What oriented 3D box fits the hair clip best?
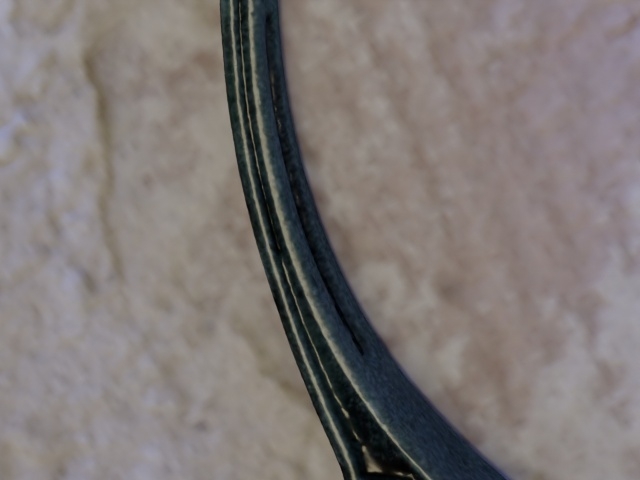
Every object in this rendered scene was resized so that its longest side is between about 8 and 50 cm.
[{"bbox_3d":[0.000,0.000,0.489,0.070,0.039,0.229,-17,99,22],"label":"hair clip"}]
